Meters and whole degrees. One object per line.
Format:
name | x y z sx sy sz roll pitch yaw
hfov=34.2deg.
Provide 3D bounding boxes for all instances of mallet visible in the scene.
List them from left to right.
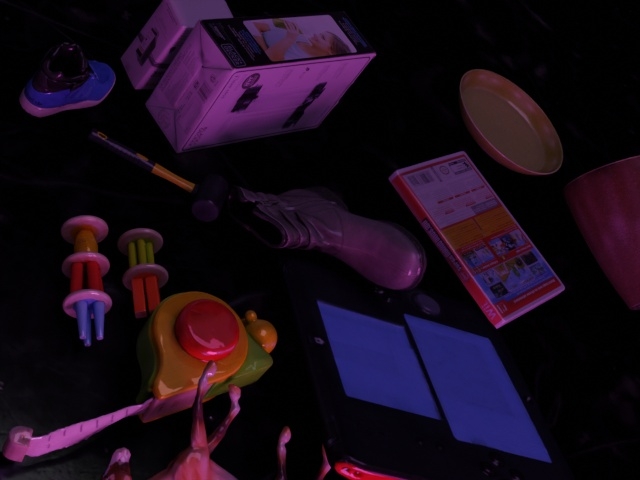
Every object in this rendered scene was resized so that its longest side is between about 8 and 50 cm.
mallet | -0.205 -0.082 1.302 0.189 0.039 0.062 24 40 -18

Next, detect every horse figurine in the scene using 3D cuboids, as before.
horse figurine | -0.087 0.248 1.060 0.263 0.066 0.174 41 61 -27

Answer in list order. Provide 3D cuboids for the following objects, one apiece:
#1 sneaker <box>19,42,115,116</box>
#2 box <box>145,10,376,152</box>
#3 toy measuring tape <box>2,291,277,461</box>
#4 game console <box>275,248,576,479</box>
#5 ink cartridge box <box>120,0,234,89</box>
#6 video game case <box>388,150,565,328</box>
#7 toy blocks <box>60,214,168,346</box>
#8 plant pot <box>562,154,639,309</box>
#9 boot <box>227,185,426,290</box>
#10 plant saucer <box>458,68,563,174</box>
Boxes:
sneaker | -0.297 -0.208 1.287 0.058 0.084 0.152 51 39 8
box | -0.077 -0.222 1.431 0.290 0.169 0.087 -17 66 -46
toy measuring tape | -0.186 0.126 1.081 0.330 0.121 0.121 -15 66 -38
game console | 0.124 0.170 1.266 0.342 0.060 0.387 23 26 -26
ink cartridge box | -0.189 -0.262 1.391 0.099 0.135 0.056 -8 65 -44
video game case | 0.249 -0.009 1.641 0.204 0.025 0.285 -19 69 -49
toy blocks | -0.224 0.053 1.146 0.123 0.054 0.148 14 48 -32
plant pot | 0.552 -0.005 1.786 0.215 0.215 0.231 0 71 -41
boot | 0.000 0.000 1.316 0.161 0.083 0.246 -4 27 -46
plant saucer | 0.336 -0.206 1.882 0.241 0.037 0.241 23 44 -24
